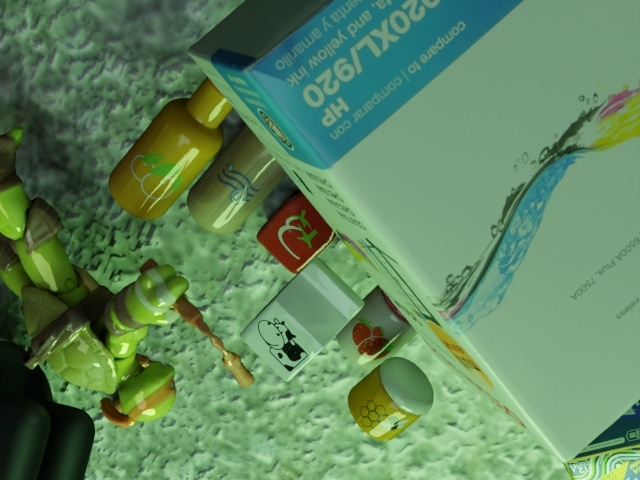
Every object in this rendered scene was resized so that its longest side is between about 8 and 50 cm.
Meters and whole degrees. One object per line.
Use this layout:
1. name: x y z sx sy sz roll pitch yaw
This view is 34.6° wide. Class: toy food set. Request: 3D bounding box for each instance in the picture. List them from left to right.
1. toy food set: 0.000 0.000 0.613 0.232 0.111 0.104 45 119 0

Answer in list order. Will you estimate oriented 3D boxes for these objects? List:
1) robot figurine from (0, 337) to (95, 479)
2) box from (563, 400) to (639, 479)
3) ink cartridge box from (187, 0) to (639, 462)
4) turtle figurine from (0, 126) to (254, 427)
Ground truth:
1. robot figurine: -0.302 0.142 0.719 0.278 0.174 0.209 9 130 20
2. box: 0.173 0.081 0.602 0.059 0.169 0.054 -20 117 22
3. ink cartridge box: 0.081 -0.050 0.499 0.168 0.171 0.233 -41 110 -3
4. turtle figurine: -0.165 0.046 0.670 0.217 0.087 0.269 50 154 -3
